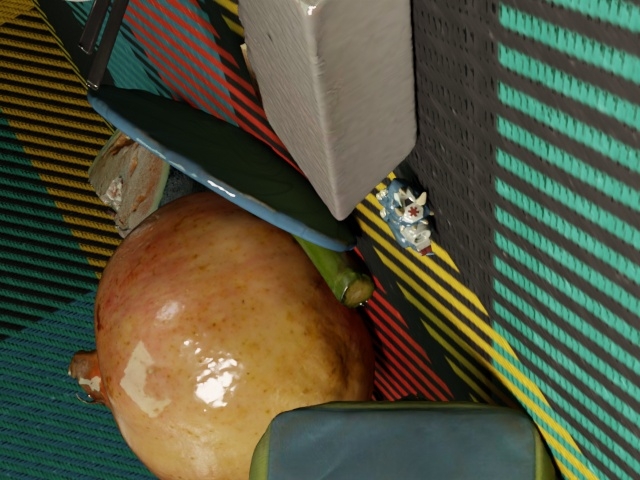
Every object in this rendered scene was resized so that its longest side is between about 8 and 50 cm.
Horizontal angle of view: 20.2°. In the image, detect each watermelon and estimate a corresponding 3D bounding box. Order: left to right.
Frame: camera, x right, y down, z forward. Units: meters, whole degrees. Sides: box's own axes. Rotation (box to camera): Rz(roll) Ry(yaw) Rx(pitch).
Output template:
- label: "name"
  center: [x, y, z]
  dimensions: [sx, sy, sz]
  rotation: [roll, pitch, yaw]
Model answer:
- label: "watermelon"
  center: [-0.182, -0.074, 2.430]
  dimensions: [0.188, 0.175, 0.322]
  rotation: [24, -165, -29]

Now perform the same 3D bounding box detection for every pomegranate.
- label: "pomegranate"
  center: [-0.114, 0.119, 1.922]
  dimensions: [0.338, 0.338, 0.338]
  rotation: [59, 172, 13]

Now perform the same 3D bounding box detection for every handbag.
- label: "handbag"
  center: [0.072, 0.256, 1.471]
  dimensions: [0.241, 0.263, 0.222]
  rotation: [79, -173, -66]

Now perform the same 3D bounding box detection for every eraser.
- label: "eraser"
  center: [0.003, -0.138, 1.142]
  dimensions: [0.111, 0.077, 0.352]
  rotation: [55, 170, 21]

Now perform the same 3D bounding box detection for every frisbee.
- label: "frisbee"
  center: [-0.083, -0.081, 1.668]
  dimensions: [0.289, 0.049, 0.289]
  rotation: [30, -174, -4]

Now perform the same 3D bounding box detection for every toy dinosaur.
- label: "toy dinosaur"
  center: [0.067, -0.016, 1.335]
  dimensions: [0.047, 0.030, 0.083]
  rotation: [59, 173, 29]

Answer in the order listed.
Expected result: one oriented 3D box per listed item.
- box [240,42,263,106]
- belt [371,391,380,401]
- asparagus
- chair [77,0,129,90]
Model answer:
- label: "box"
  center: [-0.048, -0.141, 1.679]
  dimensions: [0.058, 0.015, 0.093]
  rotation: [54, 170, 28]
- label: "belt"
  center: [0.051, 0.278, 2.167]
  dimensions: [0.230, 0.126, 0.139]
  rotation: [63, 160, -13]
- label: "asparagus"
  center: [0.000, 0.000, 1.798]
  dimensions: [0.045, 0.041, 0.178]
  rotation: [8, -148, -37]
- label: "chair"
  center: [-0.196, -0.287, 1.553]
  dimensions: [0.172, 0.247, 0.159]
  rotation: [35, 172, -1]
